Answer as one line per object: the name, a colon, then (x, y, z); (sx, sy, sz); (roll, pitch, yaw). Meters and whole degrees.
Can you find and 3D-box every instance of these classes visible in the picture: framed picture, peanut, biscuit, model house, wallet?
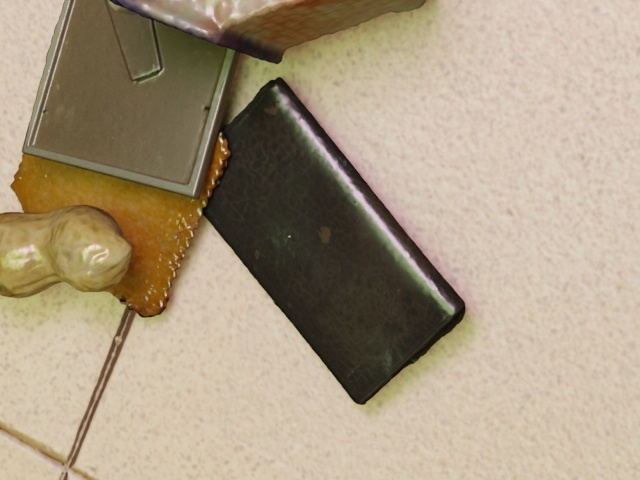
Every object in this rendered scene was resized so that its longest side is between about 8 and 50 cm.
framed picture: (-0.184, -0.207, 1.890); (0.211, 0.020, 0.289); (14, 87, 18)
peanut: (-0.288, 0.012, 1.916); (0.229, 0.098, 0.103); (-6, 60, 32)
biscuit: (-0.224, -0.065, 1.938); (0.237, 0.013, 0.232); (32, 111, 21)
model house: (-0.085, -0.333, 1.744); (0.280, 0.245, 0.312); (-19, 87, 17)
wallet: (0.000, 0.000, 1.857); (0.170, 0.044, 0.321); (-45, 76, 28)
